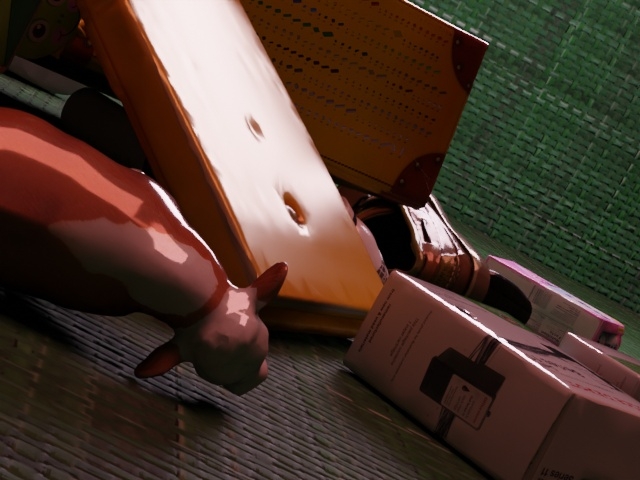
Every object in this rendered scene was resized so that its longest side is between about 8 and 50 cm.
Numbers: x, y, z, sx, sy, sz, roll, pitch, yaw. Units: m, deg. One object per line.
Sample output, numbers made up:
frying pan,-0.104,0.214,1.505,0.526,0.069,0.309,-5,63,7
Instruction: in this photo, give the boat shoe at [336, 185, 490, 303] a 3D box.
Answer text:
boat shoe,0.080,-0.016,2.089,0.104,0.110,0.307,25,6,-33

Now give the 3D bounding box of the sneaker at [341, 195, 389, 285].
sneaker,0.000,0.000,1.821,0.095,0.090,0.235,45,0,-20

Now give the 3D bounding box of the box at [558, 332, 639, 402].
box,0.229,0.143,1.455,0.101,0.102,0.087,21,7,-44

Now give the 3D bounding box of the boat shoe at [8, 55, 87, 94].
boat shoe,-0.417,-0.296,2.116,0.367,0.135,0.156,26,7,-41

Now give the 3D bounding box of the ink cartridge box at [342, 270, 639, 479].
ink cartridge box,0.142,0.117,1.357,0.153,0.086,0.208,21,10,-44

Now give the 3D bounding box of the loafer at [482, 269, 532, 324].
loafer,0.173,0.054,2.173,0.170,0.062,0.061,27,1,-20

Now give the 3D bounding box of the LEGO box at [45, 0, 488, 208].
LEGO box,-0.143,-0.226,1.860,0.500,0.193,0.372,22,0,-40

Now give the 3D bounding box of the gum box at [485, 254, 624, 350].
gum box,0.298,0.093,2.380,0.188,0.062,0.107,31,7,24

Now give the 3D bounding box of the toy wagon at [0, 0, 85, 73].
toy wagon,-0.284,-0.212,1.355,0.344,0.267,0.068,22,10,-48

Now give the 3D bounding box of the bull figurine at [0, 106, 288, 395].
bull figurine,-0.161,-0.014,1.055,0.310,0.101,0.188,28,2,-21

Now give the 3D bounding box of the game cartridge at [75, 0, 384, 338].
game cartridge,-0.072,-0.077,1.452,0.323,0.053,0.285,63,17,15

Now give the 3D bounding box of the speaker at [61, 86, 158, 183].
speaker,-0.201,-0.105,1.849,0.136,0.055,0.055,32,7,36
